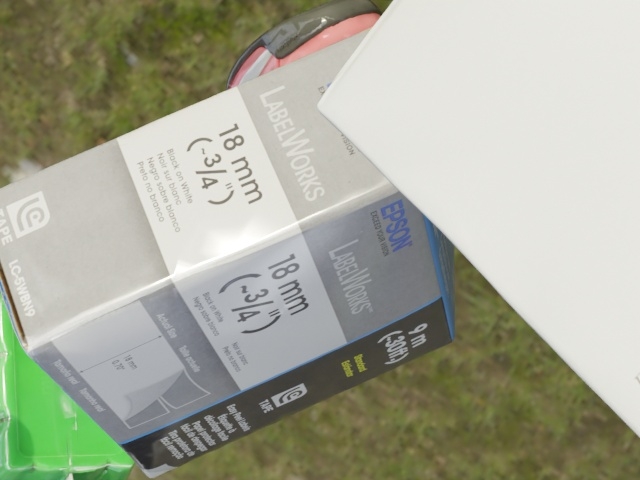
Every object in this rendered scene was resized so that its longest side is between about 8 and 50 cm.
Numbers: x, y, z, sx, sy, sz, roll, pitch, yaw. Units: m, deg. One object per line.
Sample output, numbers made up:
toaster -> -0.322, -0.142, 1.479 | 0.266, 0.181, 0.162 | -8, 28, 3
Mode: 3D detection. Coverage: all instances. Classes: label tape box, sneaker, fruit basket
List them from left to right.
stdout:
fruit basket -> -0.291, 0.142, 1.236 | 0.165, 0.327, 0.353 | 6, 160, -35
sneaker -> -0.003, -0.046, 1.035 | 0.136, 0.116, 0.314 | 54, 145, 21
label tape box -> 0.000, 0.000, 0.841 | 0.240, 0.334, 0.106 | 69, 177, -63

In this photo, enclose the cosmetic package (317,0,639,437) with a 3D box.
cosmetic package -> 0.203, 0.020, 0.562 | 0.217, 0.156, 0.385 | 18, -157, -51
